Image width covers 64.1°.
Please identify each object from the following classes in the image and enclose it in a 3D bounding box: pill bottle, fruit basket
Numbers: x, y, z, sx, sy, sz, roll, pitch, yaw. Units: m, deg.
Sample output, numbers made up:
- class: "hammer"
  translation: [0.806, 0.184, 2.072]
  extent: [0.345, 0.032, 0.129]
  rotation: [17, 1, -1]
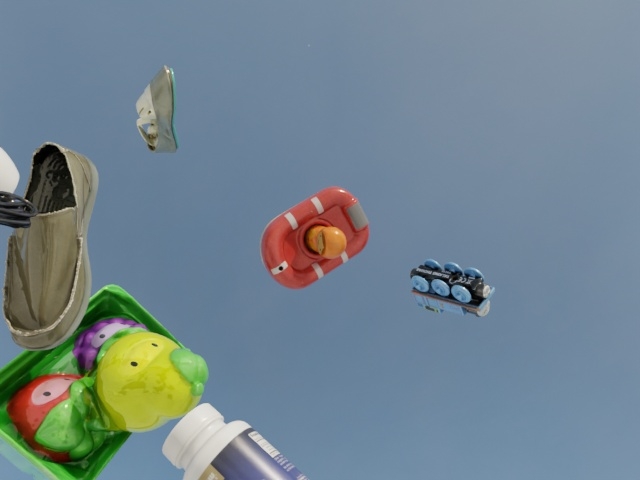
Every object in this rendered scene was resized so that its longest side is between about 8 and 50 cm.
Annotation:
- class: "pill bottle"
  translation: [-0.084, 0.254, 0.540]
  extent: [0.169, 0.094, 0.094]
  rotation: [35, -71, 19]
- class: "fruit basket"
  translation: [-0.392, 0.255, 0.953]
  extent: [0.392, 0.392, 0.283]
  rotation: [-43, -83, 14]

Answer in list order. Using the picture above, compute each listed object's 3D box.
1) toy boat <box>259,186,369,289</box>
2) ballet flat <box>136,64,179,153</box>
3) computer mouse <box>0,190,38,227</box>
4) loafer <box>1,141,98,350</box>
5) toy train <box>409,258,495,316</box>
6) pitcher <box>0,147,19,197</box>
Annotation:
- class: "toy boat"
  translation: [0.000, 0.000, 0.978]
  extent: [0.231, 0.151, 0.151]
  rotation: [-33, -74, -14]
- class: "ballet flat"
  translation: [-0.276, -0.209, 0.862]
  extent: [0.068, 0.213, 0.072]
  rotation: [-9, -109, -17]
- class: "computer mouse"
  translation: [-0.393, -0.101, 0.449]
  extent: [0.060, 0.184, 0.262]
  rotation: [-41, -95, 5]
- class: "loafer"
  translation: [-0.318, -0.003, 0.585]
  extent: [0.094, 0.087, 0.251]
  rotation: [-4, -111, -4]
- class: "toy train"
  translation: [0.268, 0.103, 1.054]
  extent: [0.080, 0.184, 0.105]
  rotation: [-46, -54, -27]
- class: "pitcher"
  translation: [-0.579, -0.148, 0.787]
  extent: [0.125, 0.178, 0.207]
  rotation: [-21, -40, 25]
